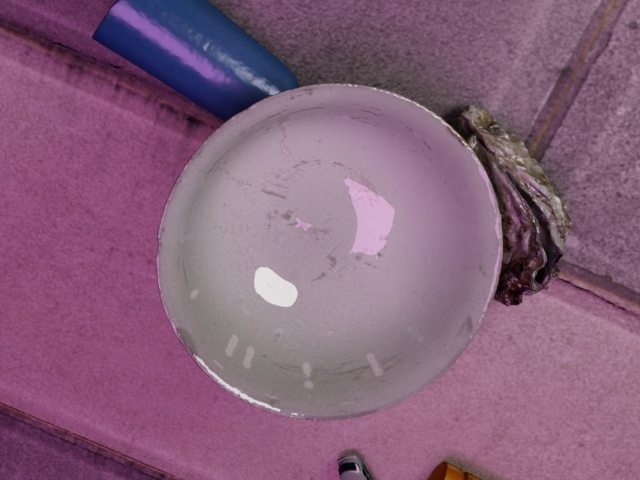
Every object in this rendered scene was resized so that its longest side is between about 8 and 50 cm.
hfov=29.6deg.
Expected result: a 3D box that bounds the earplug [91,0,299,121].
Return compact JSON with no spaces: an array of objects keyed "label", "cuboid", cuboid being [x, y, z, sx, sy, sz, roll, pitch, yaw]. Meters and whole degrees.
[{"label":"earplug","cuboid":[-0.146,-0.236,1.568,0.273,0.132,0.132,35,121,-13]}]

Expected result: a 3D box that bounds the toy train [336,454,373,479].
[{"label":"toy train","cuboid":[0.084,0.429,1.954,0.043,0.047,0.207,-20,115,21]}]

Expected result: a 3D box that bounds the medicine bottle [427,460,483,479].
[{"label":"medicine bottle","cuboid":[0.256,0.428,1.886,0.192,0.096,0.096,28,122,-5]}]

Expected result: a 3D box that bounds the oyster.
[{"label":"oyster","cuboid":[0.245,-0.037,1.617,0.198,0.112,0.267,25,133,22]}]

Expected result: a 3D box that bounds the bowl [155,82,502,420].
[{"label":"bowl","cuboid":[0.000,0.000,1.582,0.435,0.196,0.435,-2,103,-10]}]
